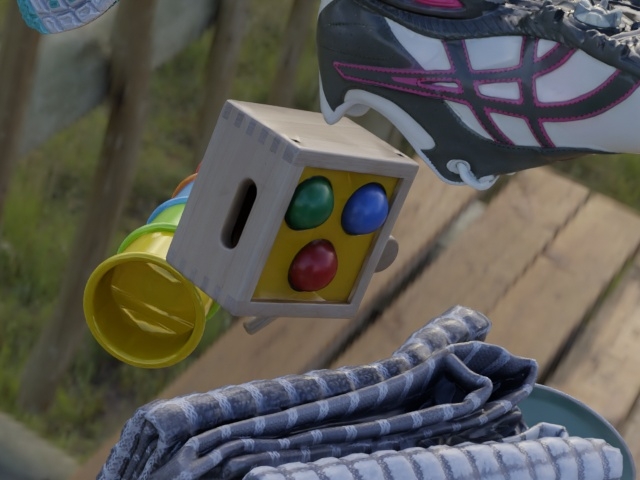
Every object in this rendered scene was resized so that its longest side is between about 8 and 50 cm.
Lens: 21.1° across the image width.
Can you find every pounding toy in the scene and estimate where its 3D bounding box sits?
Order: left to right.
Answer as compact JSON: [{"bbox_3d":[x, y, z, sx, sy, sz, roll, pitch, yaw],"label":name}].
[{"bbox_3d":[0.001,0.009,1.246,0.206,0.181,0.094,4,24,-47],"label":"pounding toy"}]

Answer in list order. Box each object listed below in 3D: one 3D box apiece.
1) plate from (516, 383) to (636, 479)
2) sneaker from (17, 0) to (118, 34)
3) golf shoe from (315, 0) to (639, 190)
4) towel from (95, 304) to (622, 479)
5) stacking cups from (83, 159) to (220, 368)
[{"bbox_3d":[0.196,0.192,1.571,0.188,0.188,0.024,23,44,5],"label":"plate"},{"bbox_3d":[-0.130,-0.188,1.168,0.076,0.166,0.065,-6,72,-64],"label":"sneaker"},{"bbox_3d":[0.117,-0.075,0.851,0.273,0.120,0.105,27,28,28],"label":"golf shoe"},{"bbox_3d":[-0.022,0.163,0.857,0.235,0.283,0.121,-6,51,-38],"label":"towel"},{"bbox_3d":[-0.099,-0.003,1.403,0.096,0.096,0.316,21,24,3],"label":"stacking cups"}]
